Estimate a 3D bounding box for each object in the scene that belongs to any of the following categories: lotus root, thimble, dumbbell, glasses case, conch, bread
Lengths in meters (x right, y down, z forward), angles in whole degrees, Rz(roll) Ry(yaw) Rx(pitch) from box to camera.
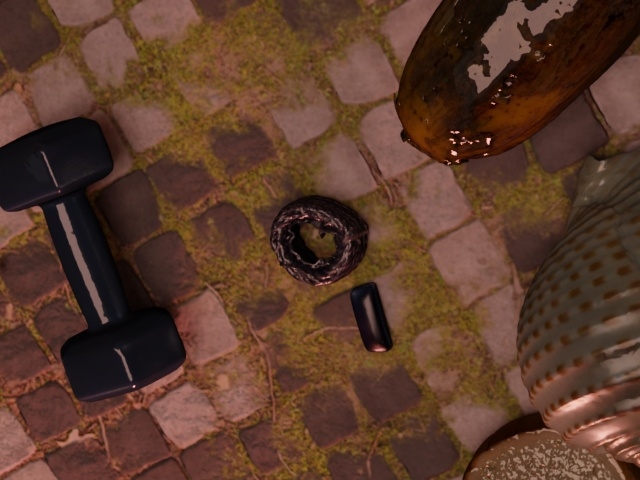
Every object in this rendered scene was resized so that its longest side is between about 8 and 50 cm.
[{"bbox_3d":[0.226,-0.230,1.418,0.179,0.196,0.397,39,109,-2],"label":"lotus root"},{"bbox_3d":[-0.002,0.000,1.614,0.104,0.066,0.095,13,106,16],"label":"thimble"},{"bbox_3d":[-0.274,0.023,1.659,0.160,0.144,0.325,-17,98,22],"label":"dumbbell"},{"bbox_3d":[0.058,0.092,1.640,0.033,0.023,0.083,-13,100,17],"label":"glasses case"},{"bbox_3d":[0.348,0.073,1.455,0.303,0.215,0.319,-9,102,8],"label":"conch"},{"bbox_3d":[0.268,0.309,1.610,0.236,0.070,0.236,4,104,17],"label":"bread"}]
